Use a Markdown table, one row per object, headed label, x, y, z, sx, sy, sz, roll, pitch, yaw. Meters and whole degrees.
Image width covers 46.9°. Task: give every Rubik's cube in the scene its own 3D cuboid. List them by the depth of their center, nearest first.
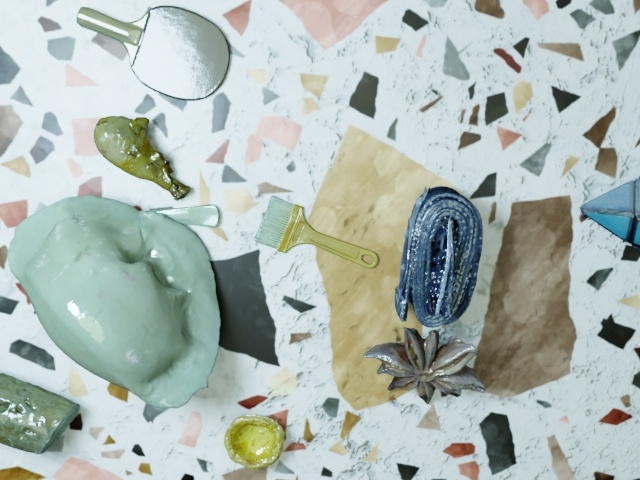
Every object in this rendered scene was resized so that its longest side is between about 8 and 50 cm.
| label | x | y | z | sx | sy | sz | roll | pitch | yaw |
| --- | --- | --- | --- | --- | --- | --- | --- | --- | --- |
| Rubik's cube | 0.600 | -0.033 | 1.146 | 0.233 | 0.229 | 0.228 | -54 | 51 | 42 |

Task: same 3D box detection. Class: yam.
| label | x | y | z | sx | sy | sz | roll | pitch | yaw |
| --- | --- | --- | --- | --- | --- | --- | --- | --- | --- |
| yam | -0.506 | 0.282 | 1.215 | 0.194 | 0.107 | 0.107 | 21 | 98 | -4 |

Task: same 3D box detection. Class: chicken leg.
| label | x | y | z | sx | sy | sz | roll | pitch | yaw |
| --- | --- | --- | --- | --- | --- | --- | --- | --- | --- |
| chicken leg | -0.277 | -0.134 | 1.175 | 0.178 | 0.070 | 0.093 | 44 | 90 | -13 |

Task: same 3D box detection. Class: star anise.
| label | x | y | z | sx | sy | sz | roll | pitch | yaw |
| --- | --- | --- | --- | --- | --- | --- | --- | --- | --- |
| star anise | 0.171 | 0.195 | 1.189 | 0.195 | 0.065 | 0.182 | -23 | 126 | 37 |

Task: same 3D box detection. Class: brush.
| label | x | y | z | sx | sy | sz | roll | pitch | yaw |
| --- | --- | --- | --- | --- | --- | --- | --- | --- | --- |
| brush | 0.000 | 0.000 | 1.217 | 0.205 | 0.011 | 0.083 | 21 | 97 | -4 |

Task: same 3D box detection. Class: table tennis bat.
| label | x | y | z | sx | sy | sz | roll | pitch | yaw |
| --- | --- | --- | --- | --- | --- | --- | --- | --- | --- |
| table tennis bat | -0.264 | -0.310 | 1.168 | 0.246 | 0.022 | 0.138 | 20 | 98 | -4 |

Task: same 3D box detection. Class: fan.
| label | x | y | z | sx | sy | sz | roll | pitch | yaw |
| --- | --- | --- | --- | --- | --- | --- | --- | --- | --- |
| fan | -0.262 | -0.042 | 1.210 | 0.193 | 0.016 | 0.038 | 1 | 98 | -1 |

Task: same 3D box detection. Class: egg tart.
| label | x | y | z | sx | sy | sz | roll | pitch | yaw |
| --- | --- | --- | --- | --- | --- | --- | --- | --- | --- |
| egg tart | -0.111 | 0.336 | 1.252 | 0.105 | 0.039 | 0.105 | 0 | 99 | 0 |

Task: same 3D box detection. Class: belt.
| label | x | y | z | sx | sy | sz | roll | pitch | yaw |
| --- | --- | --- | --- | --- | --- | --- | --- | --- | --- |
| belt | 0.190 | 0.027 | 1.160 | 0.122 | 0.128 | 0.218 | 6 | 100 | -1 |

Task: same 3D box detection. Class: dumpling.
| label | x | y | z | sx | sy | sz | roll | pitch | yaw |
| --- | --- | --- | --- | --- | --- | --- | --- | --- | --- |
| dumpling | -0.324 | 0.089 | 1.148 | 0.212 | 0.270 | 0.320 | -17 | 125 | 27 |
